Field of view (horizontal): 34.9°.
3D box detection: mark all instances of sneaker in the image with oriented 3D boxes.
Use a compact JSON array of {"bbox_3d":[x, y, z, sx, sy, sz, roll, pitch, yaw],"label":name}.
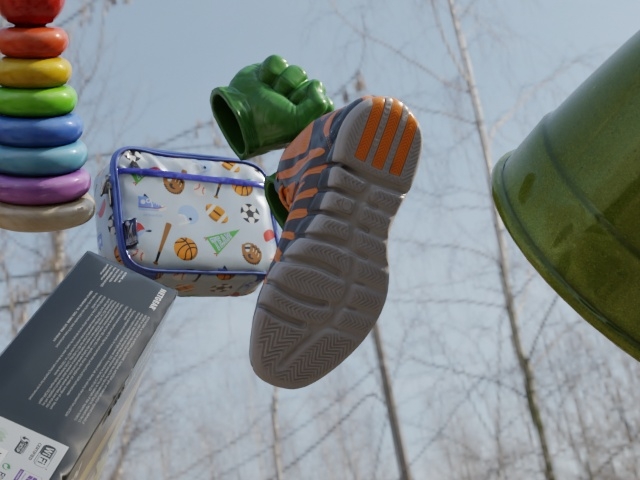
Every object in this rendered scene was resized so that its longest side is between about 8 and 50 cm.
[{"bbox_3d":[0.000,0.000,1.101,0.125,0.321,0.180,27,-6,-20],"label":"sneaker"}]

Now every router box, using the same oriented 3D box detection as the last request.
[{"bbox_3d":[-0.209,0.179,0.680,0.081,0.309,0.243,25,-65,-3],"label":"router box"}]

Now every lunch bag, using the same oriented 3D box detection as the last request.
[{"bbox_3d":[-0.217,-0.035,1.637,0.303,0.243,0.115,6,-25,-32],"label":"lunch bag"}]

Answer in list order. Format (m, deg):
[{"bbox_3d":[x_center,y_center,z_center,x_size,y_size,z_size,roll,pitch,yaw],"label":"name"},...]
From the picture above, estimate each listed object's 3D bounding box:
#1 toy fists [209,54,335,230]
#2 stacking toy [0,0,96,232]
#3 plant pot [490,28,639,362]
[{"bbox_3d":[-0.022,-0.124,1.326,0.142,0.279,0.096,-24,-22,-25],"label":"toy fists"},{"bbox_3d":[-0.352,-0.183,1.260,0.141,0.330,0.141,2,16,-1],"label":"stacking toy"},{"bbox_3d":[0.406,-0.098,0.935,0.366,0.366,0.353,7,-52,-37],"label":"plant pot"}]
